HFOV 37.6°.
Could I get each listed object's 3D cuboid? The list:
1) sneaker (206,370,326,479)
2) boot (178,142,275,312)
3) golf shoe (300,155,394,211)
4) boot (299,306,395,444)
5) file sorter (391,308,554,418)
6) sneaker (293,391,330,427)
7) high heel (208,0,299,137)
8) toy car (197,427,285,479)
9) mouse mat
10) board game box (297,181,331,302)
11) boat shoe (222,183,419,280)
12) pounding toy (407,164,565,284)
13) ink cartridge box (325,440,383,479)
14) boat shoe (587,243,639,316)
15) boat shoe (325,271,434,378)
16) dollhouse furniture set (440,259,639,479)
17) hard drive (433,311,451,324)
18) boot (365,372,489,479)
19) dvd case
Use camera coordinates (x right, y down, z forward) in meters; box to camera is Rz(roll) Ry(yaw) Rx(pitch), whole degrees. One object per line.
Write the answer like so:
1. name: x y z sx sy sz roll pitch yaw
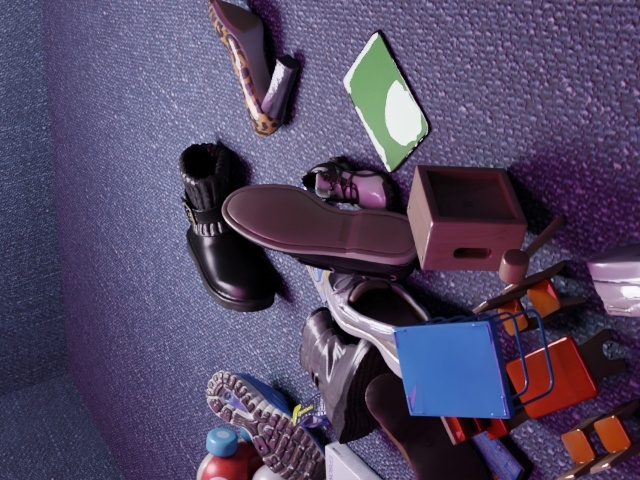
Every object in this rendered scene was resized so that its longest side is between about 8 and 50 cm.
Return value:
1. sneaker: -0.094 0.398 2.077 0.330 0.147 0.130 42 109 19
2. boot: -0.207 -0.030 2.014 0.348 0.131 0.260 45 141 42
3. golf shoe: 0.044 -0.082 1.580 0.198 0.094 0.077 25 126 52
4. boot: 0.039 0.204 1.732 0.223 0.118 0.338 59 145 34
5. file sorter: 0.195 0.154 1.202 0.170 0.104 0.118 -11 91 51
6. sneaker: 0.002 0.352 1.943 0.144 0.059 0.053 -32 44 48
7. high heel: -0.152 -0.326 1.785 0.261 0.093 0.186 47 137 24
8. toy car: -0.143 0.566 2.182 0.238 0.210 0.219 24 115 39
9. mouse mat: 0.101 -0.217 1.493 0.190 0.007 0.152 64 151 14
10. board game box: 0.000 0.000 1.762 0.201 0.035 0.136 63 151 17
11. boat shoe: 0.003 -0.004 1.553 0.113 0.340 0.127 78 -157 -55
12. pounding toy: 0.223 0.000 1.236 0.206 0.181 0.094 -98 12 -50
13. ink cartridge box: 0.087 0.553 1.901 0.224 0.045 0.223 32 132 50
14. boat shoe: 0.398 0.056 1.024 0.267 0.096 0.088 -2 108 62
15. boat shoe: 0.100 0.109 1.524 0.320 0.118 0.103 -133 26 -56
16. dollhouse furniture set: 0.280 0.199 1.266 0.262 0.135 0.259 66 151 13
17. hard drive: 0.194 0.196 1.515 0.094 0.022 0.135 -114 26 -44
18. boot: 0.189 0.356 1.544 0.305 0.112 0.115 55 177 21
19. dvd case: 0.248 0.377 1.542 0.180 0.022 0.253 50 144 35
